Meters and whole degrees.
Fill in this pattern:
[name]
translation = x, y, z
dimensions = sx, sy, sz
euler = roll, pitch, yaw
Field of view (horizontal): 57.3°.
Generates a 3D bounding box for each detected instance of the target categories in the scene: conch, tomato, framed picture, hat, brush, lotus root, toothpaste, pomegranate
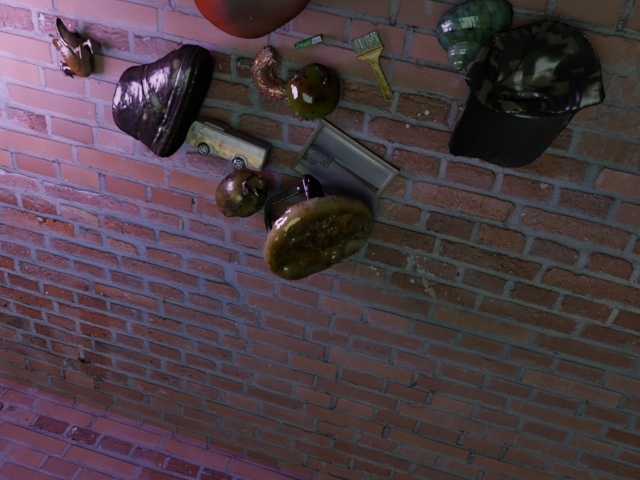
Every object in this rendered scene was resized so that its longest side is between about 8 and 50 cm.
[conch]
translation = 0.387, -0.535, 1.492
dimensions = 0.176, 0.121, 0.188
euler = 14, 131, -20
[tomato]
translation = -0.160, -0.664, 1.456
dimensions = 0.342, 0.272, 0.341
euler = -2, 151, -1
[framed picture]
translation = 0.073, -0.225, 1.844
dimensions = 0.289, 0.016, 0.213
euler = 34, 125, -6
[hat]
translation = 0.509, -0.379, 1.562
dimensions = 0.367, 0.257, 0.381
euler = 13, 162, -10
[brush]
translation = 0.160, -0.484, 1.657
dimensions = 0.083, 0.011, 0.205
euler = -16, 116, 24
[lotus root]
translation = -0.245, -0.154, 1.875
dimensions = 0.154, 0.154, 0.278
euler = 44, 154, -13
[toothpaste]
translation = -0.034, -0.563, 1.659
dimensions = 0.083, 0.020, 0.017
euler = -11, 120, 23
[pomegranate]
translation = -0.028, -0.416, 1.685
dimensions = 0.159, 0.159, 0.205
euler = 34, 149, -6

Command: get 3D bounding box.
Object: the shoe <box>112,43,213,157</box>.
[shoe]
translation = -0.488, -0.456, 1.777
dimensions = 0.237, 0.171, 0.384
euler = 33, 125, -1

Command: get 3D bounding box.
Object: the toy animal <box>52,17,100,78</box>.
[toy animal]
translation = -0.788, -0.597, 1.833
dimensions = 0.179, 0.089, 0.188
euler = -6, 124, 35

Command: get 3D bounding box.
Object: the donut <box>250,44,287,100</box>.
[donut]
translation = -0.153, -0.480, 1.722
dimensions = 0.117, 0.065, 0.166
euler = -19, 113, 25

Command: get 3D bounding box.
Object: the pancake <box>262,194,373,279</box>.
[pancake]
translation = 0.000, -0.001, 1.846
dimensions = 0.387, 0.082, 0.386
euler = -19, 148, -13

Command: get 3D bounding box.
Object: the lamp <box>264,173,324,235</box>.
[lamp]
translation = -0.096, -0.064, 1.871
dimensions = 0.283, 0.125, 0.203
euler = -29, 68, 33

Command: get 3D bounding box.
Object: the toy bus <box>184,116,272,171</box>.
[toy bus]
translation = -0.292, -0.306, 1.862
dimensions = 0.268, 0.092, 0.106
euler = 23, 116, 2
